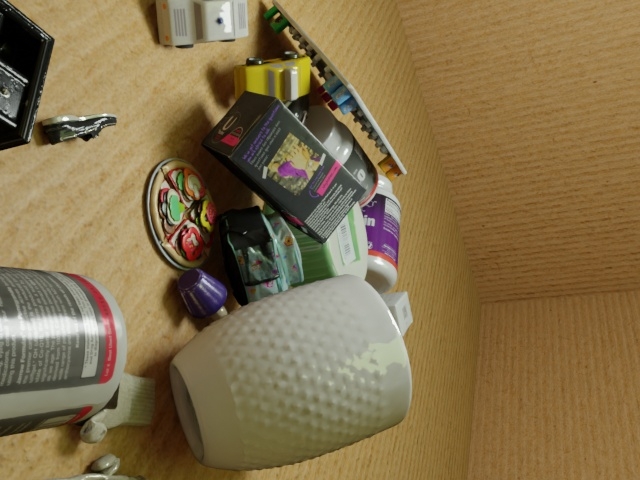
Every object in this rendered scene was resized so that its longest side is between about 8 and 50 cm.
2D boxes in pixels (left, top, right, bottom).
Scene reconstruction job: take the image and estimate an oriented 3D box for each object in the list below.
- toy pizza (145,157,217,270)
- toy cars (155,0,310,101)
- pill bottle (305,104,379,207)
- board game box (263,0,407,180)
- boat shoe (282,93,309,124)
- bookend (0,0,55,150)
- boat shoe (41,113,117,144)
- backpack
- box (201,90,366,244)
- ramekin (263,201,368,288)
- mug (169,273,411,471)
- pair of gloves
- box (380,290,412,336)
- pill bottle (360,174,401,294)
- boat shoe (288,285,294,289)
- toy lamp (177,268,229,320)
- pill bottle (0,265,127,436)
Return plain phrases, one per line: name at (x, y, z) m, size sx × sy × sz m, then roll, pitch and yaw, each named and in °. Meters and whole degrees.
toy pizza at (-0.234, -0.047, 1.146) m, size 0.201 × 0.032 × 0.201 m, roll -8°, pitch 90°, yaw -67°
toy cars at (-0.138, -0.363, 1.253) m, size 0.393 × 0.087 × 0.176 m, roll 33°, pitch 86°, yaw -48°
pill bottle at (0.029, -0.203, 1.642) m, size 0.283 × 0.161 × 0.161 m, roll 44°, pitch 43°, yaw -54°
board game box at (0.038, -0.361, 1.608) m, size 0.390 × 0.050 × 0.390 m, roll 56°, pitch 7°, yaw 34°
boat shoe at (-0.087, -0.248, 1.449) m, size 0.095 × 0.112 × 0.335 m, roll 50°, pitch 45°, yaw -38°
bookend at (-0.406, -0.211, 0.752) m, size 0.157 × 0.072 × 0.156 m, roll 42°, pitch 46°, yaw -56°
boat shoe at (-0.338, -0.159, 0.926) m, size 0.125 × 0.046 × 0.038 m, roll -28°, pitch 109°, yaw -62°
backpack at (-0.110, 0.043, 1.213) m, size 0.166 × 0.144 × 0.188 m, roll -129°, pitch -148°, yaw -62°
box at (-0.070, -0.140, 1.252) m, size 0.143 × 0.165 × 0.270 m, roll -51°, pitch 122°, yaw -6°
ramekin at (0.000, 0.000, 1.522) m, size 0.303 × 0.148 × 0.303 m, roll -8°, pitch 90°, yaw -67°
mug at (-0.071, 0.260, 1.097) m, size 0.276 × 0.328 × 0.374 m, roll 57°, pitch -31°, yaw 35°
pair of gloves at (-0.296, 0.287, 0.882) m, size 0.204 × 0.042 × 0.240 m, roll 44°, pitch 44°, yaw -55°
box at (0.150, 0.208, 1.772) m, size 0.130 × 0.170 × 0.091 m, roll -32°, pitch 111°, yaw -65°
pill bottle at (0.127, -0.022, 1.783) m, size 0.181 × 0.181 × 0.323 m, roll 53°, pitch 36°, yaw -48°
boat shoe at (-0.036, 0.212, 1.454) m, size 0.098 × 0.109 × 0.302 m, roll -46°, pitch 138°, yaw -11°
toy lamp at (-0.167, 0.149, 1.177) m, size 0.275 × 0.080 × 0.080 m, roll 56°, pitch 34°, yaw -44°
pill bottle at (-0.357, 0.108, 0.629) m, size 0.318 × 0.176 × 0.176 m, roll 17°, pitch 67°, yaw -65°
